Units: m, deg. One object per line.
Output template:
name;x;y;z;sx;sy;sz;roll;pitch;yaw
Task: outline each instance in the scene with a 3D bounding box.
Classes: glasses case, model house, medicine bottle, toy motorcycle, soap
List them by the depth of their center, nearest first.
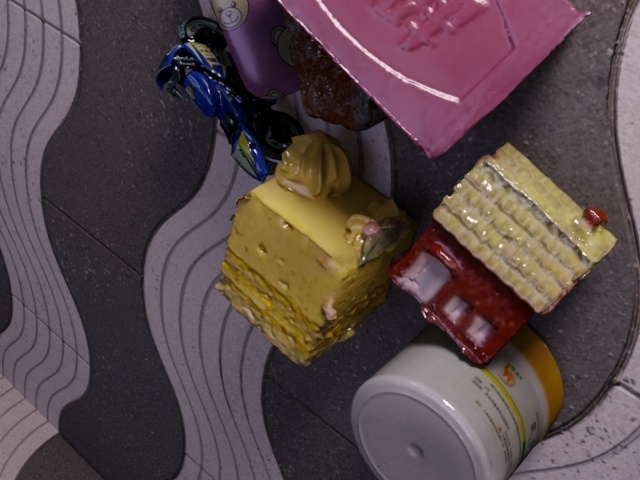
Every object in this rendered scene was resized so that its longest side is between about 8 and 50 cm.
soap;0.094;-0.300;0.863;0.359;0.128;0.233;46;108;1
model house;0.242;0.004;0.970;0.196;0.160;0.254;47;135;12
medicine bottle;0.201;0.247;1.092;0.237;0.232;0.238;23;128;32
glasses case;-0.104;-0.368;1.107;0.123;0.076;0.317;-21;101;2
toy motorcycle;-0.154;-0.232;1.188;0.315;0.168;0.113;52;143;12

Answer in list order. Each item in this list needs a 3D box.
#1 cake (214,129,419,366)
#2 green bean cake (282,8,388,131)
cake;0.000;0.000;1.145;0.227;0.222;0.286;38;134;19
green bean cake;0.026;-0.283;1.047;0.198;0.097;0.233;21;127;31
